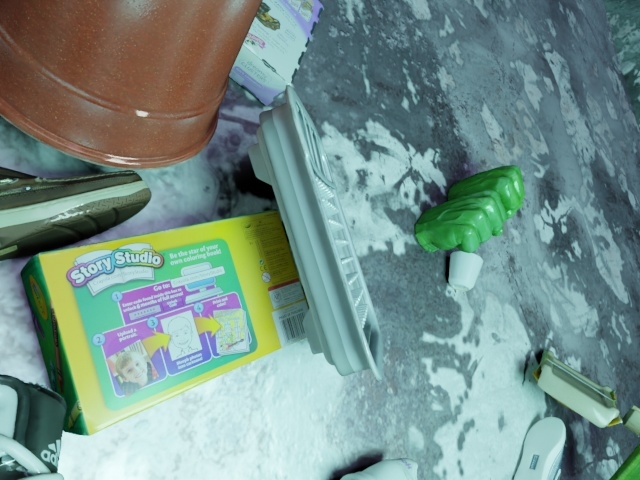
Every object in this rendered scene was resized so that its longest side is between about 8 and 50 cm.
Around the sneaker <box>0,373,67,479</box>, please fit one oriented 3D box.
[{"bbox_3d":[-0.185,0.216,0.283,0.446,0.169,0.258,16,44,1],"label":"sneaker"}]

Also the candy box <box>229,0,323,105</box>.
[{"bbox_3d":[-0.097,-0.332,0.697,0.164,0.070,0.197,34,56,-28],"label":"candy box"}]

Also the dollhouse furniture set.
[{"bbox_3d":[0.551,0.381,0.938,0.197,0.301,0.152,5,115,-61],"label":"dollhouse furniture set"}]

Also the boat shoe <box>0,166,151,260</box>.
[{"bbox_3d":[-0.289,-0.036,0.427,0.257,0.095,0.095,-26,87,-42],"label":"boat shoe"}]

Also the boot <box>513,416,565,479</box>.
[{"bbox_3d":[0.439,0.445,0.912,0.190,0.069,0.086,-42,112,-32],"label":"boot"}]

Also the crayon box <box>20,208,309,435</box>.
[{"bbox_3d":[-0.149,0.072,0.515,0.278,0.081,0.166,-14,86,-42],"label":"crayon box"}]

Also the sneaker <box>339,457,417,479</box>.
[{"bbox_3d":[0.122,0.442,0.603,0.152,0.114,0.306,-7,81,-40],"label":"sneaker"}]

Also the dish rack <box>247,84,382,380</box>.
[{"bbox_3d":[0.000,0.000,0.598,0.285,0.072,0.333,7,65,-83],"label":"dish rack"}]

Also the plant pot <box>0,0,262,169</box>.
[{"bbox_3d":[-0.169,-0.256,0.440,0.272,0.265,0.273,22,48,-27],"label":"plant pot"}]

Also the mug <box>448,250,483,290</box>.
[{"bbox_3d":[0.282,0.066,0.899,0.078,0.062,0.064,29,67,-23],"label":"mug"}]

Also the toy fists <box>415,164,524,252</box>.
[{"bbox_3d":[0.308,-0.063,0.905,0.279,0.142,0.096,-37,101,-41],"label":"toy fists"}]
